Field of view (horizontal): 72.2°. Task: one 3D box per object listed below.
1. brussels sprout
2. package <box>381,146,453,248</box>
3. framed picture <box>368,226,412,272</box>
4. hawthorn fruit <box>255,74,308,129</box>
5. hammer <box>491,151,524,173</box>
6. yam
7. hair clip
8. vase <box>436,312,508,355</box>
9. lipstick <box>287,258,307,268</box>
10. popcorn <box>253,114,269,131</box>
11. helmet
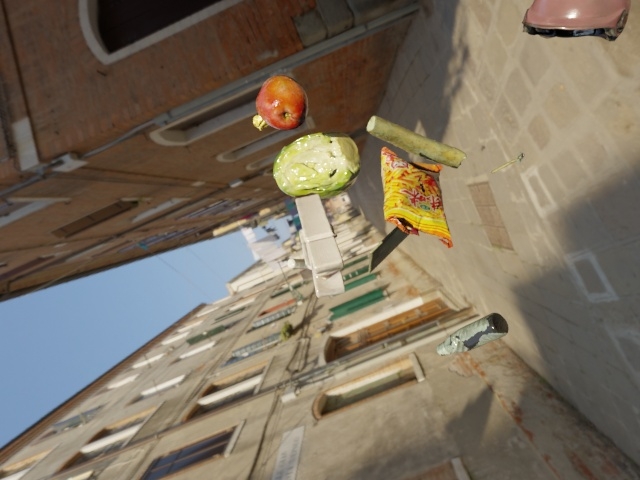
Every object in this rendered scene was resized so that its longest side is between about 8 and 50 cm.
[{"bbox_3d":[-0.002,-0.314,1.814,0.315,0.372,0.275,-7,-94,-53],"label":"brussels sprout"},{"bbox_3d":[0.268,-0.121,1.248,0.108,0.224,0.287,135,145,-53],"label":"package"},{"bbox_3d":[0.238,-0.001,1.429,0.010,0.231,0.173,42,163,21],"label":"framed picture"},{"bbox_3d":[-0.115,-0.434,1.405,0.173,0.173,0.172,-23,-90,-85],"label":"hawthorn fruit"},{"bbox_3d":[0.761,-0.313,1.789,0.017,0.062,0.182,40,161,-6],"label":"hammer"},{"bbox_3d":[0.338,-0.338,1.534,0.083,0.372,0.083,-162,90,-77],"label":"yam"},{"bbox_3d":[-0.005,0.001,1.015,0.330,0.085,0.101,-101,4,-59],"label":"hair clip"},{"bbox_3d":[0.365,0.243,1.089,0.211,0.060,0.059,-47,56,47],"label":"vase"},{"bbox_3d":[-0.071,0.093,1.733,0.141,0.040,0.040,5,-123,-50],"label":"lipstick"},{"bbox_3d":[-0.255,-0.508,1.909,0.084,0.084,0.084,-23,-90,-85],"label":"popcorn"},{"bbox_3d":[0.754,-0.693,1.273,0.271,0.339,0.197,25,117,35],"label":"helmet"}]
